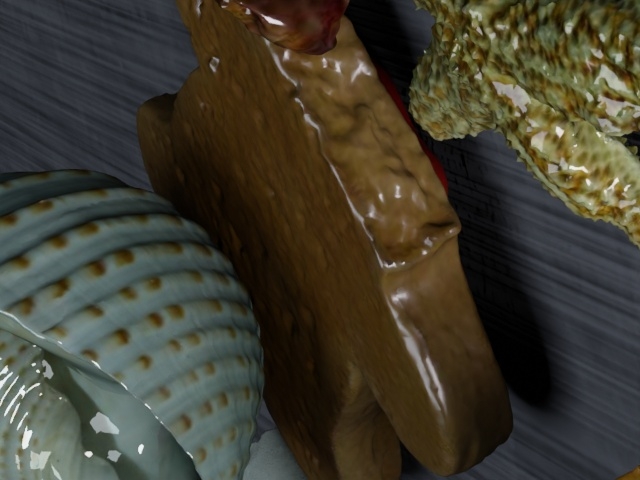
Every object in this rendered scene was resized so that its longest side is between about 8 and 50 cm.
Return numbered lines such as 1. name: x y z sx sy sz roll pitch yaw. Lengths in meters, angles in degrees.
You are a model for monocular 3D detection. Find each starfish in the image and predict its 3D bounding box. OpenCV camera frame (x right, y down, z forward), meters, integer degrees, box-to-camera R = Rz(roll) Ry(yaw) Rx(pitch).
1. starfish: 0.094 -0.089 0.907 0.347 0.078 0.358 59 159 12

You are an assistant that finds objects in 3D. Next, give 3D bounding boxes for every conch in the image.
1. conch: -0.146 0.071 1.300 0.319 0.215 0.303 22 149 22

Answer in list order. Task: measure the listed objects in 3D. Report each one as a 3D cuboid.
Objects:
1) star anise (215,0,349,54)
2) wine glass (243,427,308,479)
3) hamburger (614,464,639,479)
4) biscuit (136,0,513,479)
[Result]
1. star anise: -0.028 -0.205 0.933 0.190 0.126 0.220 103 160 -48
2. wine glass: 0.021 0.224 1.383 0.222 0.103 0.103 -127 23 -46
3. hamburger: 0.189 0.194 0.866 0.237 0.147 0.237 35 141 34
4. biscuit: 0.000 0.000 1.238 0.368 0.076 0.394 60 162 16
